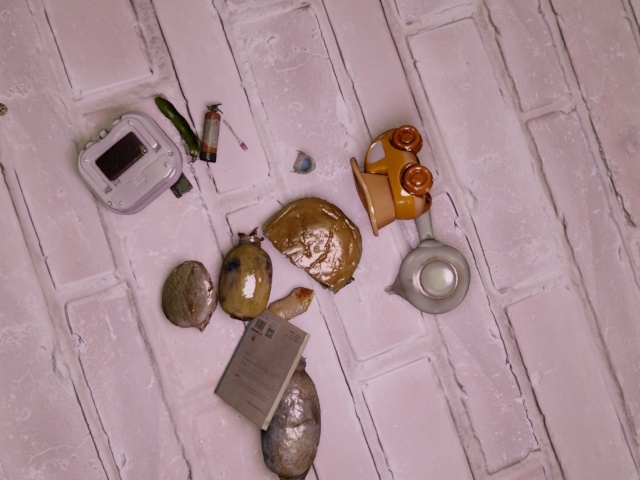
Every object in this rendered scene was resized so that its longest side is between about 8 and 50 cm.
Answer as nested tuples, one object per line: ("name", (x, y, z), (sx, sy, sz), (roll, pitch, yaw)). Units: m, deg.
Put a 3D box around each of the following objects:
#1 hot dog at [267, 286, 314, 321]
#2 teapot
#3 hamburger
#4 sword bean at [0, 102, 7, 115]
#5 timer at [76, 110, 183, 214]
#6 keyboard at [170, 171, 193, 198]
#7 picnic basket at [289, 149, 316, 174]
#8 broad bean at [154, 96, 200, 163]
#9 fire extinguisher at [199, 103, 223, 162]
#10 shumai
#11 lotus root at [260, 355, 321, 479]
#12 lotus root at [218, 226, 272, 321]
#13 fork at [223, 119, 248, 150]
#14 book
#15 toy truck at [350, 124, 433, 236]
("hot dog", (-0.083, 0.189, 1.657), (0.168, 0.061, 0.078), (-28, 59, 11))
("teapot", (0.338, 0.055, 1.683), (0.219, 0.149, 0.319), (18, 85, 0))
("hamburger", (0.000, 0.000, 1.646), (0.308, 0.132, 0.211), (40, 85, -3))
("sword bean", (-0.994, -0.396, 1.566), (0.269, 0.038, 0.043), (18, 110, -7))
("timer", (-0.530, -0.213, 1.587), (0.262, 0.087, 0.237), (-41, 92, -1))
("keyboard", (-0.444, -0.213, 1.648), (0.060, 0.018, 0.196), (-36, 92, -15))
("picnic basket", (-0.052, -0.223, 1.677), (0.083, 0.083, 0.065), (14, 102, -50))
("broad bean", (-0.399, -0.320, 1.635), (0.069, 0.039, 0.227), (-20, 74, -44))
("fire extinguisher", (-0.313, -0.315, 1.657), (0.062, 0.050, 0.177), (11, 85, -49))
("shumai", (-0.340, 0.157, 1.594), (0.201, 0.120, 0.202), (-6, 79, 35))
("lotus root", (-0.085, 0.493, 1.589), (0.174, 0.175, 0.350), (1, 81, -8))
("lotus root", (-0.206, 0.086, 1.607), (0.153, 0.154, 0.278), (9, 80, -8))
("fork", (-0.250, -0.309, 1.686), (0.016, 0.012, 0.115), (-38, 88, -12))
("book", (-0.164, 0.343, 1.585), (0.214, 0.025, 0.283), (25, 86, 37))
("toy truck", (0.207, -0.171, 1.634), (0.211, 0.204, 0.288), (-15, 69, 3))
